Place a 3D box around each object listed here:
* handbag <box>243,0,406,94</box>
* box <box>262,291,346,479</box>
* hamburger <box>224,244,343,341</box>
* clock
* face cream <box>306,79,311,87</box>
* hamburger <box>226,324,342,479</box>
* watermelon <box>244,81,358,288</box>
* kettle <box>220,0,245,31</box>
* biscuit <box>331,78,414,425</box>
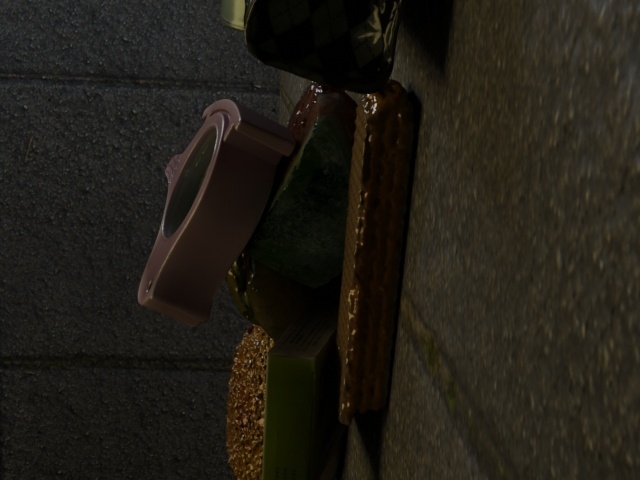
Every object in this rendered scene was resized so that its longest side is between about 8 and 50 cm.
[{"bbox_3d":[0.027,-0.355,0.966,0.416,0.180,0.316,-98,24,-64],"label":"handbag"},{"bbox_3d":[-0.008,0.183,1.214,0.260,0.062,0.175,-45,-40,-72],"label":"box"},{"bbox_3d":[-0.052,-0.023,1.354,0.211,0.132,0.308,50,-138,-56],"label":"hamburger"},{"bbox_3d":[-0.153,-0.047,1.255,0.275,0.080,0.290,-64,19,5],"label":"clock"},{"bbox_3d":[0.004,-0.294,1.622,0.084,0.057,0.198,127,145,-75],"label":"face cream"},{"bbox_3d":[-0.058,0.250,1.500,0.302,0.170,0.302,-179,90,-83],"label":"hamburger"},{"bbox_3d":[0.000,-0.100,1.212,0.193,0.140,0.256,-48,27,33],"label":"watermelon"},{"bbox_3d":[-0.025,-0.469,1.451,0.205,0.265,0.318,-40,-38,-57],"label":"kettle"},{"bbox_3d":[0.055,0.020,1.049,0.094,0.054,0.378,-102,15,-68],"label":"biscuit"}]
